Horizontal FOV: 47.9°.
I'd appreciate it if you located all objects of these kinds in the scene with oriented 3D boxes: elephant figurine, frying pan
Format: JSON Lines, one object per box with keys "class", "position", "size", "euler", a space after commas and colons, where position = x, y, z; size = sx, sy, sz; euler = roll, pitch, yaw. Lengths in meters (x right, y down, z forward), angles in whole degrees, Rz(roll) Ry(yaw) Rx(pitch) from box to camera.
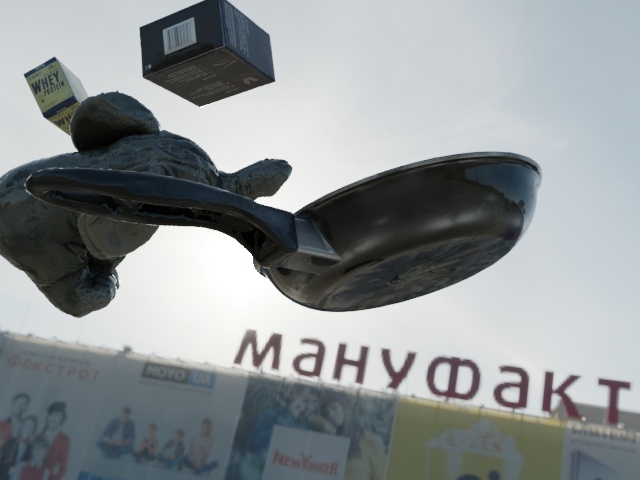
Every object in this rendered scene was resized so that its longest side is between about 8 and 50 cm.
{"class": "elephant figurine", "position": [-0.180, -0.053, 0.678], "size": [0.239, 0.186, 0.169], "euler": [-33, -86, 18]}
{"class": "frying pan", "position": [0.027, -0.011, 0.417], "size": [0.197, 0.053, 0.326], "euler": [-23, -19, 19]}

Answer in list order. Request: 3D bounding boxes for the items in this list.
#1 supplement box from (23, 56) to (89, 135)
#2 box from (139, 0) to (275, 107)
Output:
{"class": "supplement box", "position": [-0.395, -0.220, 1.103], "size": [0.056, 0.083, 0.083], "euler": [-30, -14, 1]}
{"class": "box", "position": [-0.180, -0.299, 1.159], "size": [0.156, 0.093, 0.158], "euler": [-13, -14, 24]}
